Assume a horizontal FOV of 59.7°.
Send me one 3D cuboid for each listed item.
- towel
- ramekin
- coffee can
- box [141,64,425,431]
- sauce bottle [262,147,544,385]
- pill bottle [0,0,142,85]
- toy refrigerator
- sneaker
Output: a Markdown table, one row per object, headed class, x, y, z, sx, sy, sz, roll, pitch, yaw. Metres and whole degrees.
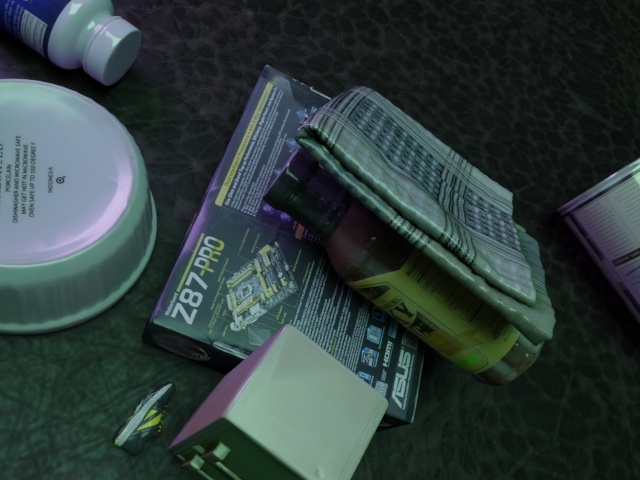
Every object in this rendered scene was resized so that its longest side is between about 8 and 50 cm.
| class | x | y | z | sx | sy | sz | roll | pitch | yaw |
| --- | --- | --- | --- | --- | --- | --- | --- | --- | --- |
| towel | 0.138 | -0.061 | 0.647 | 0.324 | 0.056 | 0.312 | 40 | 24 | -3 |
| ramekin | -0.307 | -0.046 | 0.589 | 0.272 | 0.127 | 0.273 | 10 | 63 | -20 |
| coffee can | 0.549 | 0.008 | 0.896 | 0.201 | 0.201 | 0.275 | -26 | 78 | -31 |
| box | 0.000 | 0.000 | 0.722 | 0.318 | 0.097 | 0.395 | 25 | 59 | -14 |
| sauce bottle | 0.091 | 0.028 | 0.630 | 0.344 | 0.111 | 0.111 | 37 | 57 | -6 |
| pill bottle | -0.329 | -0.284 | 0.703 | 0.186 | 0.112 | 0.112 | 34 | 57 | -6 |
| toy refrigerator | -0.058 | 0.176 | 0.508 | 0.102 | 0.269 | 0.094 | 39 | 58 | -4 |
| sneaker | -0.181 | 0.189 | 0.594 | 0.035 | 0.031 | 0.083 | 48 | 60 | -13 |
